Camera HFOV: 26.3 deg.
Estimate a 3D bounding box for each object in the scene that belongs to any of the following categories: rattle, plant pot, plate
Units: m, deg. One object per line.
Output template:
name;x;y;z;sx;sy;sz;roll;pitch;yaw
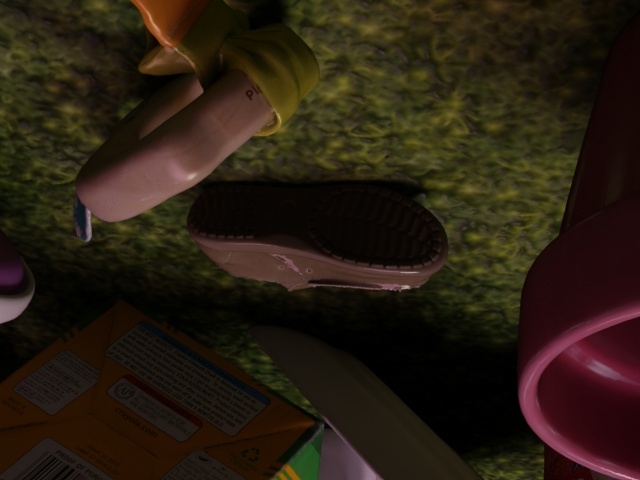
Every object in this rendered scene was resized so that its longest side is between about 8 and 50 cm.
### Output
rattle;-0.102;-0.080;0.647;0.143;0.130;0.200;36;166;-22
plant pot;0.189;-0.006;0.595;0.201;0.180;0.201;5;148;3
plate;0.097;0.177;0.904;0.045;0.277;0.278;-46;136;-1

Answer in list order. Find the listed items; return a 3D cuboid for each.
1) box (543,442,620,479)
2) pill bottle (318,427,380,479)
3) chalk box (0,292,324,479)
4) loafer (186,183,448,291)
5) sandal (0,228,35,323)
box;0.251;0.178;0.928;0.123;0.128;0.257;-12;144;27
pill bottle;0.033;0.222;1.076;0.094;0.094;0.169;-10;145;26
chalk box;-0.125;0.219;0.902;0.180;0.179;0.289;30;138;23
loafer;0.000;0.000;0.768;0.148;0.056;0.050;10;150;15
sandal;-0.282;-0.072;0.653;0.102;0.169;0.416;-51;134;7
